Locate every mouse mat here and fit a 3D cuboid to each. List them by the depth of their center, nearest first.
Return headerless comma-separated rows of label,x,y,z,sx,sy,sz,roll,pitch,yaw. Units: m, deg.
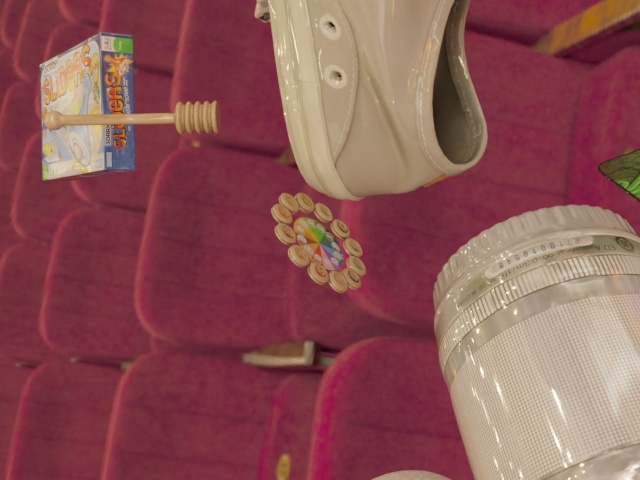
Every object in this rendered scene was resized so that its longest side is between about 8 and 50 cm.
mouse mat,0.465,-0.086,1.071,0.153,0.189,0.007,-127,21,-48

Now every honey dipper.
honey dipper,-0.172,-0.110,0.783,0.030,0.160,0.031,-1,-90,-86

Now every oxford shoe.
oxford shoe,0.030,-0.215,0.480,0.169,0.130,0.450,-61,-32,-46

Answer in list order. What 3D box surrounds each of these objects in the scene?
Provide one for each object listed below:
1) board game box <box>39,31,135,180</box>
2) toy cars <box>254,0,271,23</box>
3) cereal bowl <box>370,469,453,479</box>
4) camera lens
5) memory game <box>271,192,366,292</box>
board game box,-0.254,-0.136,0.925,0.201,0.035,0.136,-1,91,56
toy cars,-0.033,-0.363,1.357,0.177,0.087,0.394,-58,39,27
cereal bowl,0.158,0.569,1.431,0.141,0.338,0.339,-148,75,-75
camera lens,0.224,0.135,0.730,0.219,0.219,0.274,-51,38,39
memory game,0.000,0.000,1.304,0.012,0.186,0.186,-41,40,30
